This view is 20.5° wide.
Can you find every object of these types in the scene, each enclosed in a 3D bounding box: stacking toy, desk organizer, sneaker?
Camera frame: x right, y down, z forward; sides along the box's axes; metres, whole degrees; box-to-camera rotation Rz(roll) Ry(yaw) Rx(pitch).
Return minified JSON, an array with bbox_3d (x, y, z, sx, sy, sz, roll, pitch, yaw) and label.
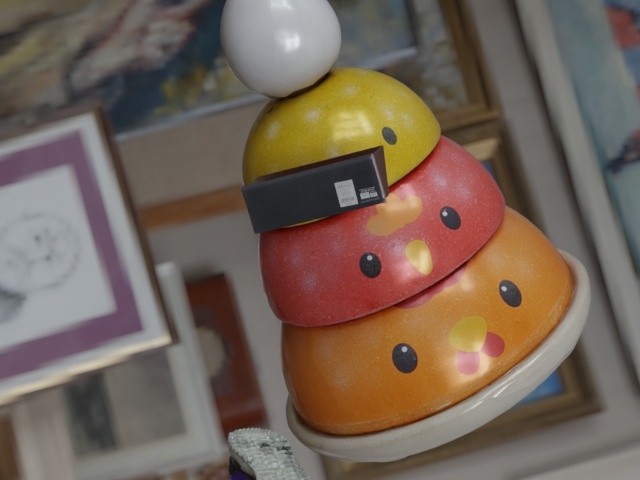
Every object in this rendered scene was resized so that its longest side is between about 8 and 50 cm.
[{"bbox_3d":[0.028,-0.049,1.786,0.480,0.350,0.350,60,3,-20],"label":"stacking toy"},{"bbox_3d":[-0.001,-0.048,1.624,0.050,0.130,0.047,-44,119,-68],"label":"desk organizer"},{"bbox_3d":[-0.066,0.382,2.413,0.293,0.102,0.146,-117,-148,-65],"label":"sneaker"}]
